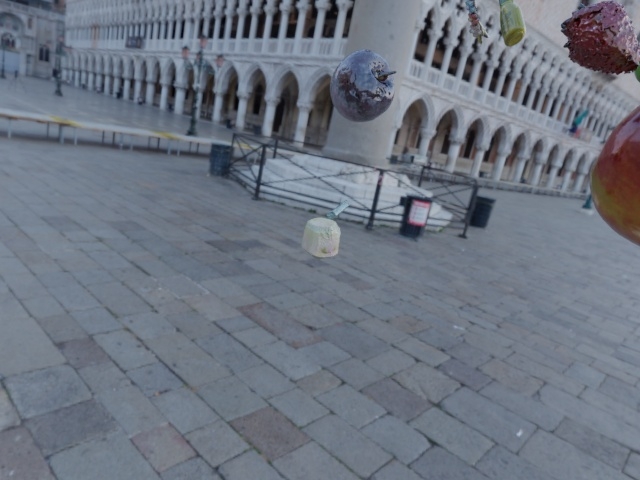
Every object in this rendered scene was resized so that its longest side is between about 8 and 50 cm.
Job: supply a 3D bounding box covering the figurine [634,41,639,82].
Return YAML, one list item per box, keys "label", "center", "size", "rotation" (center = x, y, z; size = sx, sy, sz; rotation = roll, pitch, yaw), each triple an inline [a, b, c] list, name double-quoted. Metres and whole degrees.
- label: "figurine"
  center: [1.032, -0.495, 1.365]
  size: [0.143, 0.263, 0.162]
  rotation: [5, -14, -37]

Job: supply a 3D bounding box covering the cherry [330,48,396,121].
- label: "cherry"
  center: [0.114, -0.419, 1.278]
  size: [0.195, 0.195, 0.195]
  rotation: [11, 14, -3]

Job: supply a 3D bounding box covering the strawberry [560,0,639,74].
- label: "strawberry"
  center: [0.618, -0.453, 1.031]
  size: [0.085, 0.192, 0.140]
  rotation: [-10, -1, -39]

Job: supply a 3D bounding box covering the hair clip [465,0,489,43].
- label: "hair clip"
  center: [0.612, -0.875, 1.830]
  size: [0.214, 0.056, 0.062]
  rotation: [44, 9, -41]

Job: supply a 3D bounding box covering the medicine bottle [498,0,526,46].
- label: "medicine bottle"
  center: [0.689, -0.837, 1.684]
  size: [0.064, 0.260, 0.095]
  rotation: [1, -21, -13]

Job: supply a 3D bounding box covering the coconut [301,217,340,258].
- label: "coconut"
  center: [0.000, 0.000, 1.415]
  size: [0.116, 0.122, 0.116]
  rotation: [7, 22, -3]

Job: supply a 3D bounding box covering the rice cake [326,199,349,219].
- label: "rice cake"
  center: [0.046, -0.077, 1.142]
  size: [0.021, 0.022, 0.121]
  rotation: [56, 26, -3]

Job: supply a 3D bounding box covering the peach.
- label: "peach"
  center: [0.816, -0.139, 1.011]
  size: [0.388, 0.388, 0.388]
  rotation: [11, 14, -3]
